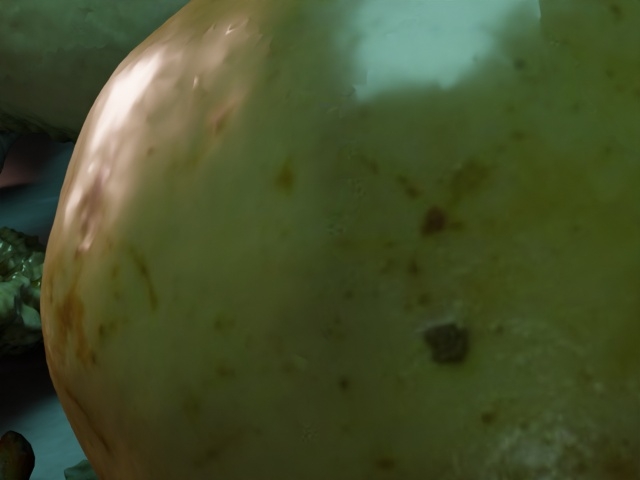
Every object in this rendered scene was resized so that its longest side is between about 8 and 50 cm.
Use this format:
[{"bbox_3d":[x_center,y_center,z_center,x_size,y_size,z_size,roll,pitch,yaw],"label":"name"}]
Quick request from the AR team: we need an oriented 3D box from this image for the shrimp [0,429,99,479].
[{"bbox_3d":[-0.101,0.107,0.939,0.173,0.058,0.253,-25,21,-7],"label":"shrimp"}]

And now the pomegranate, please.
[{"bbox_3d":[0.074,0.030,0.679,0.342,0.342,0.342,-12,21,5],"label":"pomegranate"}]

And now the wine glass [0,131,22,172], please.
[{"bbox_3d":[-0.256,-0.070,1.467,0.074,0.074,0.262,8,31,45],"label":"wine glass"}]

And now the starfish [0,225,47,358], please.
[{"bbox_3d":[-0.199,0.021,1.178,0.324,0.082,0.432,-4,16,40],"label":"starfish"}]

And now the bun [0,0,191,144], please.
[{"bbox_3d":[-0.089,-0.166,1.225,0.361,0.213,0.361,1,7,0],"label":"bun"}]
